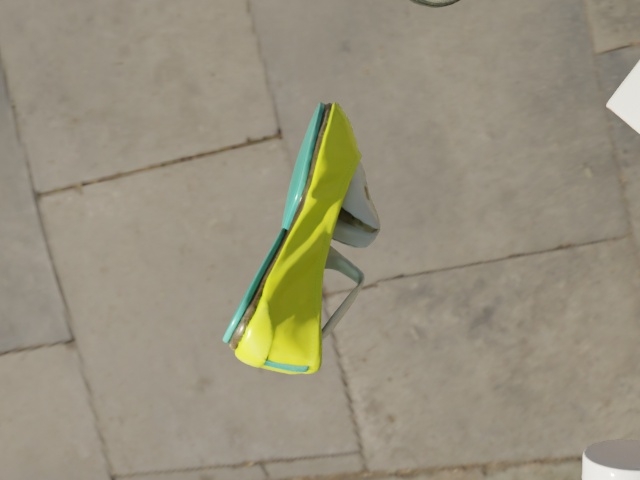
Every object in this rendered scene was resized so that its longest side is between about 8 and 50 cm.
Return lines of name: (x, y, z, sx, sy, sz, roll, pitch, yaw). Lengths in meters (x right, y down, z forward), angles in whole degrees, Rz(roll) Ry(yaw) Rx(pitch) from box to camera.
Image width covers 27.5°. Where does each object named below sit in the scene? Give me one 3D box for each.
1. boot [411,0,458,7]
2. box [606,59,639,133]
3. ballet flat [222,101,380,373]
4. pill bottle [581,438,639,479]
boot: (0.062, -0.284, 0.971, 0.246, 0.083, 0.161, 53, 165, -15)
box: (0.506, -0.092, 1.378, 0.168, 0.215, 0.345, -54, 39, 16)
ballet flat: (0.000, 0.000, 0.925, 0.077, 0.231, 0.077, 22, 142, -3)
pill bottle: (0.296, 0.309, 1.242, 0.124, 0.124, 0.222, 4, 102, 28)
